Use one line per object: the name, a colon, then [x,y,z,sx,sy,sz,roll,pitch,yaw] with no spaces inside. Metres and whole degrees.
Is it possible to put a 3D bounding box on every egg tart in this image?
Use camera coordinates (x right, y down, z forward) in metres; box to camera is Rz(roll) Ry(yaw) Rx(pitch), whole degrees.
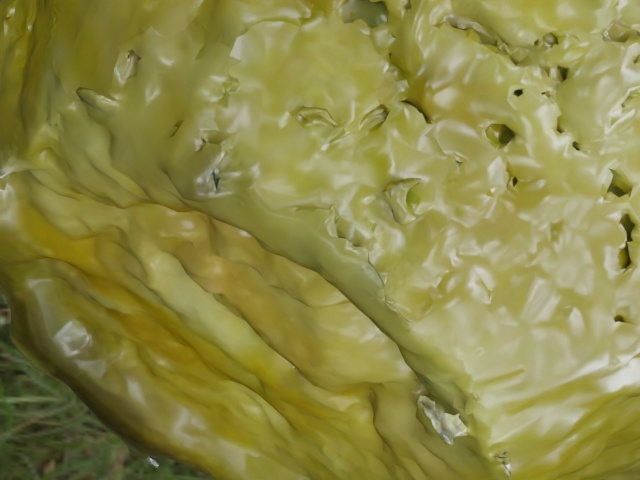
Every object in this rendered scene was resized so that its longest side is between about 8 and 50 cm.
egg tart: [0.000,0.000,0.449,0.345,0.345,0.132,55,54,-33]
